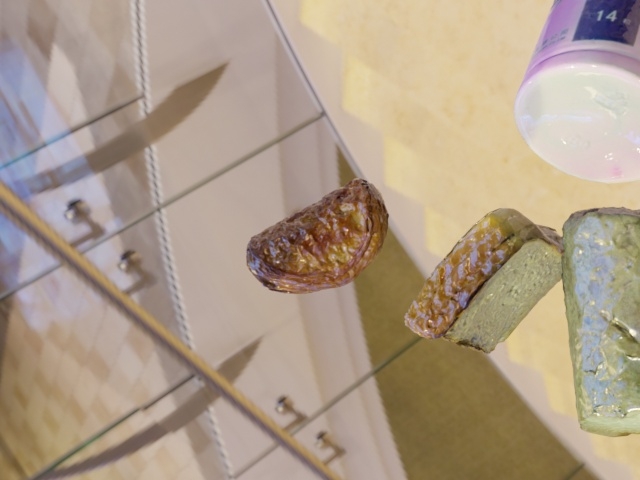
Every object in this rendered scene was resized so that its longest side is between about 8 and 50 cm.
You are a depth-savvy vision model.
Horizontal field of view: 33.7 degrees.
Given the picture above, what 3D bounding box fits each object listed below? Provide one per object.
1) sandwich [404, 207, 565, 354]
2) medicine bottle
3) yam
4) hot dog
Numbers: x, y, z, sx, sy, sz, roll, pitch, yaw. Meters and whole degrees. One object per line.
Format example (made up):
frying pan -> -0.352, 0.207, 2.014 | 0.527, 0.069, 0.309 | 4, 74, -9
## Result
sandwich -> 0.254, 0.061, 1.560 | 0.087, 0.226, 0.251 | 48, -165, 26
medicine bottle -> 0.288, -0.195, 0.987 | 0.152, 0.254, 0.152 | 18, 148, 12
yam -> 0.413, 0.103, 1.361 | 0.195, 0.195, 0.300 | 154, 116, -61
hot dog -> -0.001, 0.000, 1.013 | 0.065, 0.147, 0.099 | 53, -171, -37
